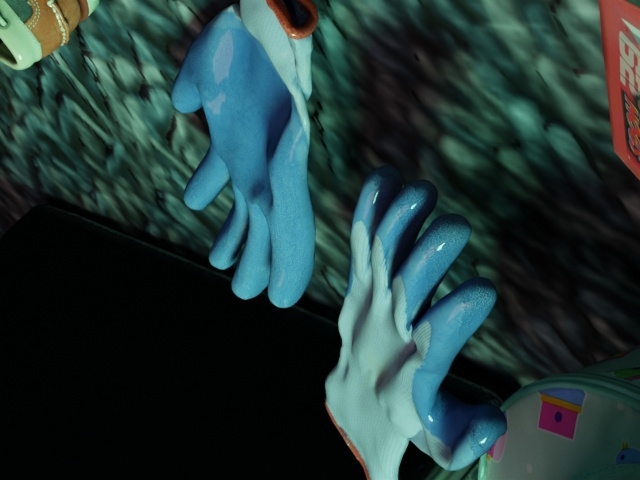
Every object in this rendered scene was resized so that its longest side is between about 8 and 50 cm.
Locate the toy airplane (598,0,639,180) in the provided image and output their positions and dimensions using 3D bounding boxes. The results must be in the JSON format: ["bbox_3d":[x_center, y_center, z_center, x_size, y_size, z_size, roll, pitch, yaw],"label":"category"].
[{"bbox_3d":[0.069,-0.077,0.526,0.151,0.028,0.151,32,152,19],"label":"toy airplane"}]

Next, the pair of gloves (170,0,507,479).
[{"bbox_3d":[0.000,0.000,0.665,0.198,0.023,0.159,59,157,25],"label":"pair of gloves"}]

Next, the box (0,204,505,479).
[{"bbox_3d":[-0.104,0.332,0.900,0.297,0.480,0.472,21,148,38],"label":"box"}]

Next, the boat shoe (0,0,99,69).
[{"bbox_3d":[-0.147,-0.107,0.758,0.137,0.043,0.049,30,155,23],"label":"boat shoe"}]

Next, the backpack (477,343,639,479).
[{"bbox_3d":[0.128,0.115,0.611,0.188,0.144,0.166,24,125,50],"label":"backpack"}]
